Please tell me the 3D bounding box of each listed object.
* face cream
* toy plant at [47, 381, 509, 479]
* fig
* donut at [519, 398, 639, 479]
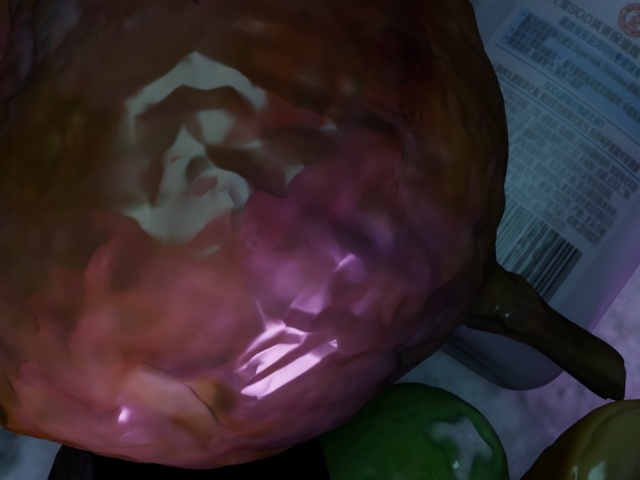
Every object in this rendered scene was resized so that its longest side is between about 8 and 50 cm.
[{"bbox_3d":[0.150,-0.089,0.779,0.163,0.080,0.337,36,81,4],"label":"face cream"},{"bbox_3d":[-0.022,0.167,0.699,0.235,0.175,0.218,16,87,-27],"label":"toy plant"},{"bbox_3d":[0.000,0.000,0.637,0.368,0.286,0.286,33,80,-30],"label":"fig"},{"bbox_3d":[0.179,0.240,0.591,0.170,0.360,0.360,6,80,-23],"label":"donut"}]
